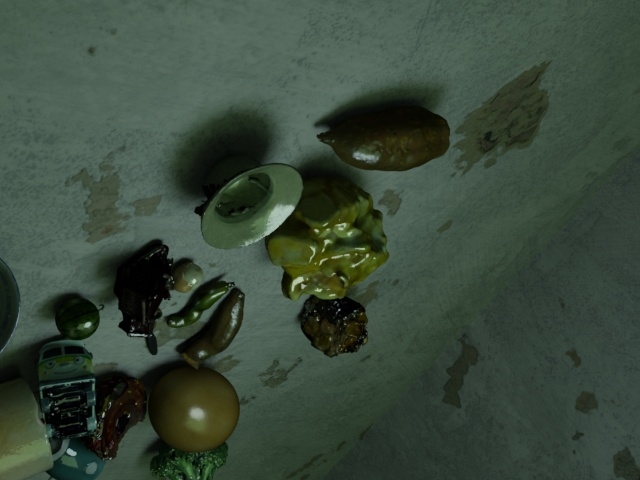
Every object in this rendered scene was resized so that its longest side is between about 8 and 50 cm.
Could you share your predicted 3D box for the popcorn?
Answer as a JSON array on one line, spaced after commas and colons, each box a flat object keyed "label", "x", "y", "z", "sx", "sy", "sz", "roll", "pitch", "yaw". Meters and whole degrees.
[{"label": "popcorn", "x": 0.003, "y": -0.008, "z": 1.944, "sx": 0.292, "sy": 0.293, "sz": 0.334, "roll": -7, "pitch": 126, "yaw": 23}]

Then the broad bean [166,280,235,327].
[{"label": "broad bean", "x": -0.317, "y": 0.167, "z": 2.022, "sx": 0.213, "sy": 0.048, "sz": 0.070, "roll": -37, "pitch": 153, "yaw": 7}]

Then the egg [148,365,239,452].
[{"label": "egg", "x": -0.373, "y": 0.493, "z": 2.230, "sx": 0.250, "sy": 0.250, "sz": 0.322, "roll": -37, "pitch": 155, "yaw": 1}]

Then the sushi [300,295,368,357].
[{"label": "sushi", "x": 0.056, "y": 0.275, "z": 2.440, "sx": 0.204, "sy": 0.200, "sz": 0.213, "roll": -6, "pitch": 138, "yaw": -49}]

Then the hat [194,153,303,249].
[{"label": "hat", "x": -0.178, "y": -0.112, "z": 1.674, "sx": 0.257, "sy": 0.130, "sz": 0.257, "roll": -27, "pitch": 149, "yaw": -17}]

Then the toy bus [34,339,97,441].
[{"label": "toy bus", "x": -0.623, "y": 0.363, "z": 1.857, "sx": 0.134, "sy": 0.164, "sz": 0.276, "roll": -5, "pitch": 140, "yaw": -22}]

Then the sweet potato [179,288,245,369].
[{"label": "sweet potato", "x": -0.289, "y": 0.256, "z": 2.148, "sx": 0.112, "sy": 0.085, "sz": 0.286, "roll": 13, "pitch": 124, "yaw": -49}]

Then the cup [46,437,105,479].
[{"label": "cup", "x": -0.707, "y": 0.579, "z": 2.101, "sx": 0.299, "sy": 0.167, "sz": 0.173, "roll": -56, "pitch": 145, "yaw": -19}]

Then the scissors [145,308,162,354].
[{"label": "scissors", "x": -0.456, "y": 0.253, "z": 2.032, "sx": 0.088, "sy": 0.017, "sz": 0.220, "roll": -28, "pitch": 151, "yaw": -22}]

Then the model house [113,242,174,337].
[{"label": "model house", "x": -0.404, "y": 0.134, "z": 1.761, "sx": 0.141, "sy": 0.164, "sz": 0.203, "roll": -13, "pitch": 146, "yaw": -28}]

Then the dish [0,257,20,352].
[{"label": "dish", "x": -0.725, "y": 0.120, "z": 1.428, "sx": 0.273, "sy": 0.134, "sz": 0.273, "roll": -15, "pitch": 112, "yaw": -41}]

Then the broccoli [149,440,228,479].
[{"label": "broccoli", "x": -0.440, "y": 0.768, "z": 2.574, "sx": 0.270, "sy": 0.270, "sz": 0.270, "roll": -9, "pitch": 159, "yaw": -3}]

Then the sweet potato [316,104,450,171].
[{"label": "sweet potato", "x": 0.157, "y": -0.238, "z": 1.838, "sx": 0.370, "sy": 0.158, "sz": 0.158, "roll": -14, "pitch": 145, "yaw": -37}]

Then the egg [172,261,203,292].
[{"label": "egg", "x": -0.331, "y": 0.094, "z": 1.876, "sx": 0.083, "sy": 0.071, "sz": 0.071, "roll": -46, "pitch": 150, "yaw": 24}]

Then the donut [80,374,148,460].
[{"label": "donut", "x": -0.572, "y": 0.472, "z": 2.069, "sx": 0.216, "sy": 0.096, "sz": 0.230, "roll": 78, "pitch": 33, "yaw": -48}]

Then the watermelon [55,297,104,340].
[{"label": "watermelon", "x": -0.548, "y": 0.179, "z": 1.732, "sx": 0.109, "sy": 0.109, "sz": 0.109, "roll": -27, "pitch": 150, "yaw": -17}]

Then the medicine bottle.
[{"label": "medicine bottle", "x": -0.842, "y": 0.487, "z": 1.721, "sx": 0.406, "sy": 0.235, "sz": 0.235, "roll": -17, "pitch": 146, "yaw": -29}]
